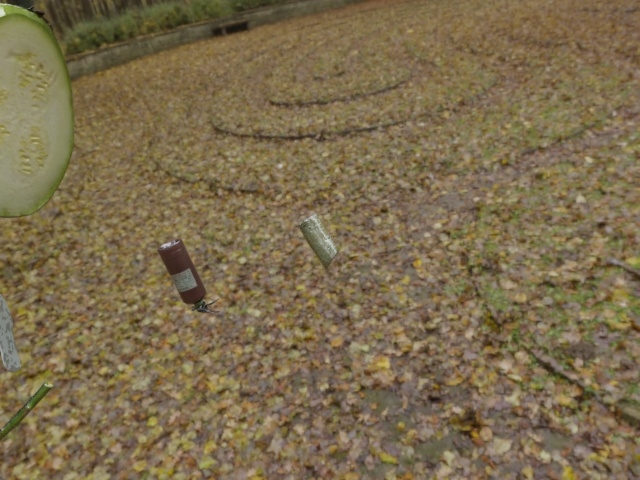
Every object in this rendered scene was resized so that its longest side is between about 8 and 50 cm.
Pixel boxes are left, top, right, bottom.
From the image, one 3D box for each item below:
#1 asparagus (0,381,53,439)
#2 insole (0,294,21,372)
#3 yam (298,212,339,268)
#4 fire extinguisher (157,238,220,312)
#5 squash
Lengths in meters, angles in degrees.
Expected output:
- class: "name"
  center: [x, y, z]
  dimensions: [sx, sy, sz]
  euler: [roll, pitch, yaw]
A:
- class: "asparagus"
  center: [-0.367, 0.222, 0.635]
  dimensions: [0.163, 0.016, 0.016]
  euler: [-44, 67, 5]
- class: "insole"
  center: [-0.714, 0.206, 1.241]
  dimensions: [0.006, 0.193, 0.065]
  euler: [-25, -14, 7]
- class: "yam"
  center: [0.000, 0.000, 0.961]
  dimensions: [0.043, 0.094, 0.043]
  euler: [-34, -5, -3]
- class: "fire extinguisher"
  center: [-0.349, 0.106, 1.490]
  dimensions: [0.099, 0.231, 0.071]
  euler: [-22, 14, 9]
- class: "squash"
  center: [-0.448, -0.189, 0.814]
  dimensions: [0.189, 0.260, 0.189]
  euler: [-22, -10, -4]
